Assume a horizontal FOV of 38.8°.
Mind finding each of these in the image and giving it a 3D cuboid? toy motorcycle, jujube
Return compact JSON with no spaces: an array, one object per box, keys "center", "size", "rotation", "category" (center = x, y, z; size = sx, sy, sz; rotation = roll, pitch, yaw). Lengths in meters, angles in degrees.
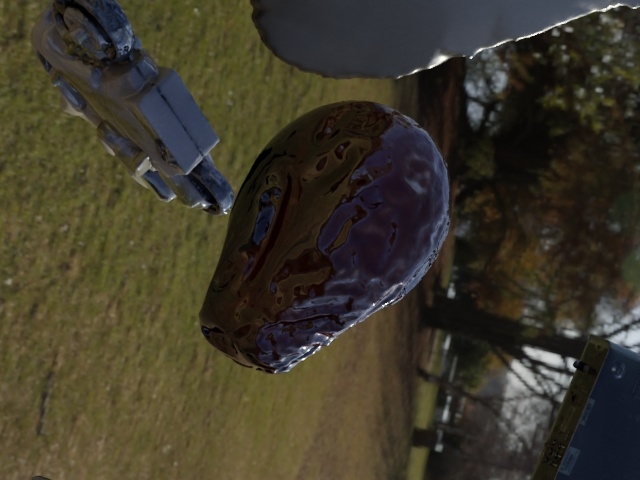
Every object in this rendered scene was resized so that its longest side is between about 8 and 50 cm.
[{"center":[-0.225,-0.159,1.034],"size":[0.108,0.222,0.341],"rotation":[-50,136,-21],"category":"toy motorcycle"},{"center":[0.000,0.000,0.728],"size":[0.236,0.168,0.168],"rotation":[-51,160,-11],"category":"jujube"}]

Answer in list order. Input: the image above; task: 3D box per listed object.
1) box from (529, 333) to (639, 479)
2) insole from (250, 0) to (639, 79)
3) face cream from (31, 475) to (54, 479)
[{"center":[0.349,0.267,1.093],"size":[0.270,0.210,0.045],"rotation":[-66,-157,-1],"category":"box"},{"center":[0.129,-0.111,0.260],"size":[0.111,0.327,0.007],"rotation":[53,28,-51],"category":"insole"},{"center":[-0.260,0.349,0.868],"size":[0.070,0.114,0.224],"rotation":[29,73,-60],"category":"face cream"}]
